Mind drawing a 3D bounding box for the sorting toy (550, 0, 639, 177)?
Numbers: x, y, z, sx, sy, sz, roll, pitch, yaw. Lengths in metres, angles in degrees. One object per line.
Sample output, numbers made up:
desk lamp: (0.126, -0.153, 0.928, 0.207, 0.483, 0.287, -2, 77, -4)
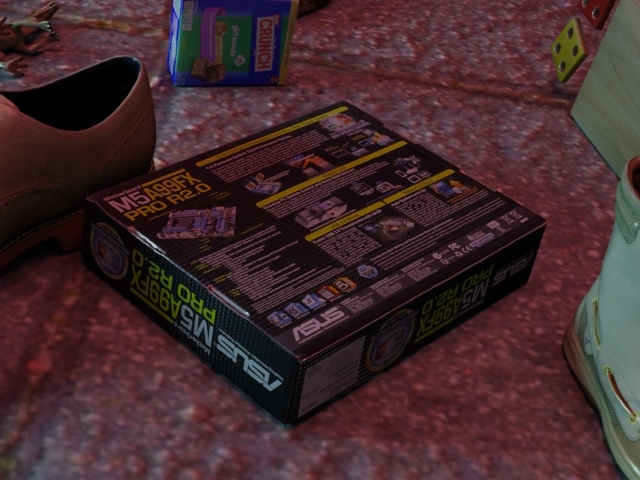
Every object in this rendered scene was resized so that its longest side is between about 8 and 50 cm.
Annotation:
sorting toy: (0.291, -0.139, 1.077, 0.046, 0.132, 0.274, 5, 34, -21)

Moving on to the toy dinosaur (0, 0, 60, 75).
toy dinosaur: (-0.302, -0.180, 1.066, 0.093, 0.053, 0.183, 21, 26, 41)

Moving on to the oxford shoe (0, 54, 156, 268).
oxford shoe: (-0.253, -0.040, 0.796, 0.123, 0.130, 0.348, 30, 40, 26)

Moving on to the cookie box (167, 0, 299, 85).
cookie box: (-0.080, -0.188, 1.082, 0.107, 0.092, 0.040, -3, 40, -18)

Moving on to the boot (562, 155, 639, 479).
boot: (0.229, 0.061, 0.746, 0.077, 0.165, 0.213, -3, 35, -16)

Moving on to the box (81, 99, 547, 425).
box: (0.000, 0.000, 0.868, 0.216, 0.060, 0.270, 33, 41, 30)

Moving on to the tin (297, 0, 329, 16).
tin: (-0.060, -0.267, 1.247, 0.106, 0.040, 0.190, 33, 41, 23)
